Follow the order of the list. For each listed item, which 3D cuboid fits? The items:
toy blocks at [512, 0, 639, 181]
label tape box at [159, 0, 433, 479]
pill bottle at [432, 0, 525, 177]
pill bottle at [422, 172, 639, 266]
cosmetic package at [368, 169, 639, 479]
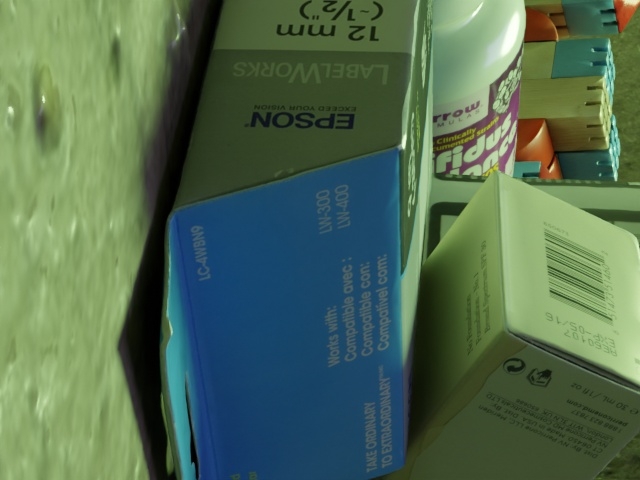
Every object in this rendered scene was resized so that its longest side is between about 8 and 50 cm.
[{"bbox_3d":[0.164,-0.117,1.392,0.191,0.261,0.381,65,31,-49],"label":"toy blocks"},{"bbox_3d":[0.000,0.000,0.798,0.249,0.115,0.348,86,7,-45],"label":"label tape box"},{"bbox_3d":[0.071,-0.137,1.144,0.301,0.169,0.169,82,12,-58],"label":"pill bottle"},{"bbox_3d":[0.134,0.039,1.092,0.176,0.318,0.176,3,90,-83],"label":"pill bottle"},{"bbox_3d":[0.080,0.126,0.952,0.309,0.113,0.160,-56,-163,34],"label":"cosmetic package"}]
